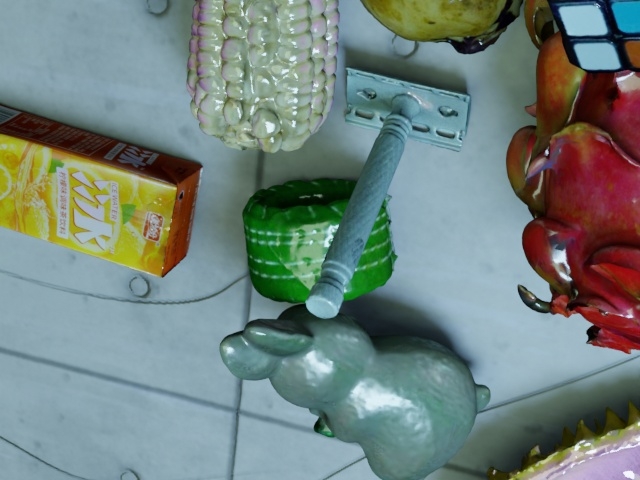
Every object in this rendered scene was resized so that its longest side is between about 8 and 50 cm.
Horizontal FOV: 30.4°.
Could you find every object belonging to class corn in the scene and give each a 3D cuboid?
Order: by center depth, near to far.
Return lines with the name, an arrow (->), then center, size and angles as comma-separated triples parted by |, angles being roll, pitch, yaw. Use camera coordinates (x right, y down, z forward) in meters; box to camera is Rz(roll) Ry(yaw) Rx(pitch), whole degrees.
corn -> -0.037, -0.234, 0.930 | 0.127, 0.126, 0.335 | 11, 109, 14

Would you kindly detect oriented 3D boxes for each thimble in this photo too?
thimble -> 0.000, 0.000, 1.003 | 0.130, 0.118, 0.090 | -7, 105, 1

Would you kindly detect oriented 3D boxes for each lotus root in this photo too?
lotus root -> 0.071, -0.236, 0.874 | 0.138, 0.138, 0.214 | -34, 108, 26

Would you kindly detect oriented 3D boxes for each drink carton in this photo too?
drink carton -> -0.227, -0.048, 1.082 | 0.223, 0.071, 0.096 | 16, 114, 10

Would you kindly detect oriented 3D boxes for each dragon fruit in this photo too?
dragon fruit -> 0.242, -0.050, 0.842 | 0.307, 0.243, 0.227 | 40, 155, -4

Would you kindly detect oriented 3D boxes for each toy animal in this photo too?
toy animal -> 0.019, 0.106, 0.994 | 0.251, 0.125, 0.127 | 36, 87, -33

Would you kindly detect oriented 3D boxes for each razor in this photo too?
razor -> 0.036, -0.035, 0.923 | 0.106, 0.232, 0.068 | 15, 144, 13

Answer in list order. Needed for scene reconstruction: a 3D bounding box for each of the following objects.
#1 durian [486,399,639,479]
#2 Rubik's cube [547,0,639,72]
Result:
durian -> 0.231, 0.249, 1.032 | 0.191, 0.112, 0.341 | 42, 109, 10
Rubik's cube -> 0.234, -0.222, 0.700 | 0.182, 0.184, 0.187 | 3, 149, 30
